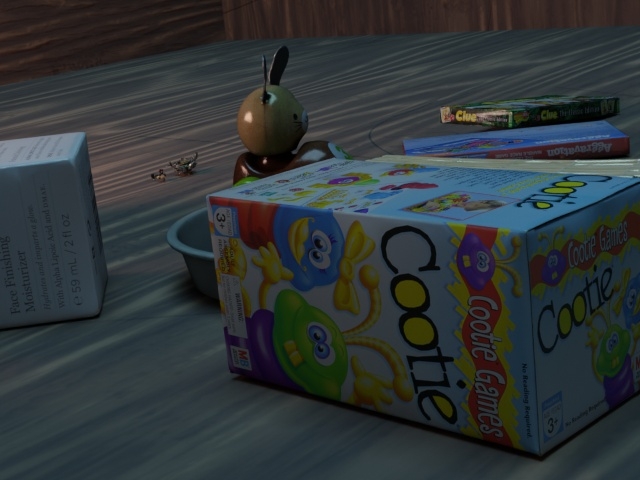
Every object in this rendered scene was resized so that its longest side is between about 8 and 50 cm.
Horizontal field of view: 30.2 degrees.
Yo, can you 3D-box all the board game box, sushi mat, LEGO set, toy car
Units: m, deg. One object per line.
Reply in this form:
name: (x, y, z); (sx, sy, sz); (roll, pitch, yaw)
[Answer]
board game box: (0.251, -0.123, 1.564); (0.281, 0.027, 0.145); (-5, 13, 3)
sushi mat: (0.182, -0.071, 1.214); (0.316, 0.019, 0.151); (3, 11, 26)
LEGO set: (-0.202, -0.100, 1.686); (0.083, 0.023, 0.054); (-28, 20, -23)
board game box: (0.071, 0.031, 0.820); (0.275, 0.142, 0.144); (8, 20, 44)
toy car: (-0.038, -0.131, 1.391); (0.149, 0.188, 0.155); (-3, 15, 13)
board game box: (0.313, -0.193, 1.756); (0.259, 0.030, 0.136); (-11, 12, -42)

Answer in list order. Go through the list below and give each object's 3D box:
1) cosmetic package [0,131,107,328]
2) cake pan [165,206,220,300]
cosmetic package: (-0.304, -0.008, 1.109); (0.183, 0.151, 0.151); (-8, 15, -5)
cake pan: (0.000, 0.000, 1.143); (0.293, 0.054, 0.293); (-6, 14, 1)
